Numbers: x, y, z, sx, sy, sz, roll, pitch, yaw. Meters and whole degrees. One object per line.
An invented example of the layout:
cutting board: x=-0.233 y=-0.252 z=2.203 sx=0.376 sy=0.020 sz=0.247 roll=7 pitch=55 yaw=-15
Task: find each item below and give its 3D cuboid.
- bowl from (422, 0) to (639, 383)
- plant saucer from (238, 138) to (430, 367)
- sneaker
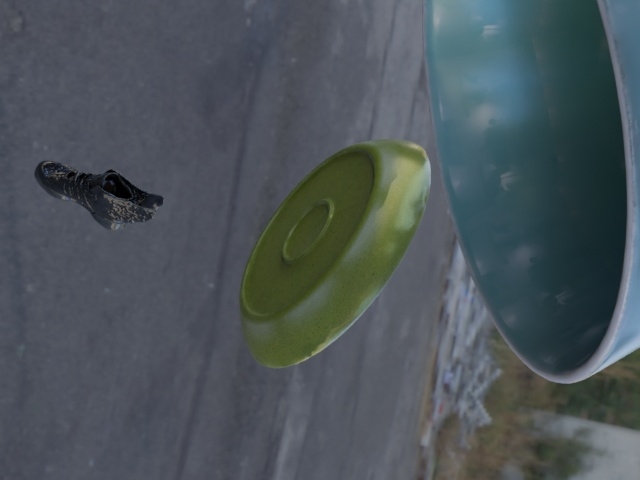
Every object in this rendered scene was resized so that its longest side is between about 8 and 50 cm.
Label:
bowl: x=0.181 y=-0.084 z=0.651 sx=0.311 sy=0.163 sz=0.311 roll=171 pitch=-90 yaw=-81
plant saucer: x=0.000 y=0.000 z=0.992 sx=0.037 sy=0.241 sz=0.241 roll=37 pitch=55 yaw=-24
sneaker: x=-0.296 y=-0.071 z=1.489 sx=0.089 sy=0.170 sz=0.051 roll=-49 pitch=-172 yaw=50
